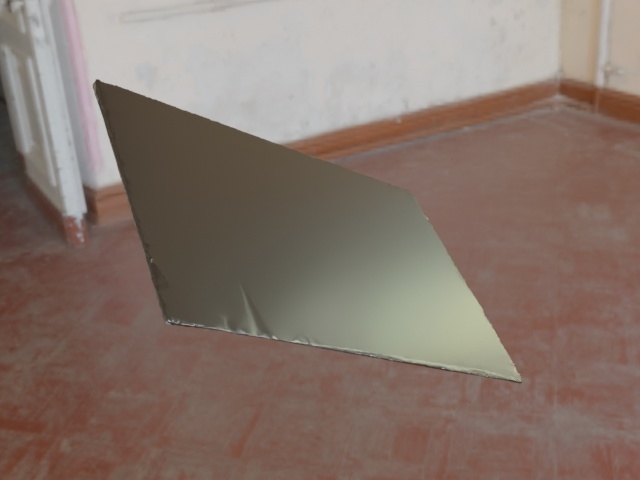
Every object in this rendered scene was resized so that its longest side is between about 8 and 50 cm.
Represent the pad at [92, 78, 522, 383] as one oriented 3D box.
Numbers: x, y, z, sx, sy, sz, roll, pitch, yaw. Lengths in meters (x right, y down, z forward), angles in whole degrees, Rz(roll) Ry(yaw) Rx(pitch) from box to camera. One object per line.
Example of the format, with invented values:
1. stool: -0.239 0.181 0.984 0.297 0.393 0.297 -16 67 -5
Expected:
1. pad: 0.000 0.000 0.594 0.299 0.005 0.202 15 38 -40
